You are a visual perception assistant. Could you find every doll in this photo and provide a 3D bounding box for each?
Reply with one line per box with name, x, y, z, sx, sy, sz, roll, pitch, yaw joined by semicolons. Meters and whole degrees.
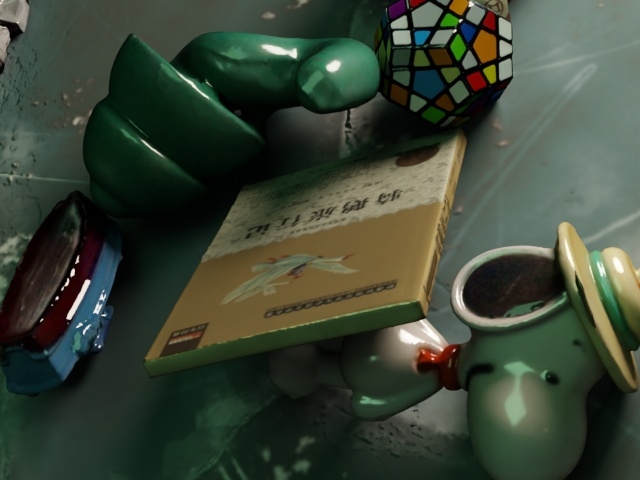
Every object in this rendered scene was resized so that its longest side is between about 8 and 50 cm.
doll;0.105;0.066;0.938;0.271;0.144;0.208;23;81;29

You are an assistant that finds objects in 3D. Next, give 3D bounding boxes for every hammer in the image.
hammer;-0.544;-0.275;1.450;0.426;0.044;0.152;5;59;9

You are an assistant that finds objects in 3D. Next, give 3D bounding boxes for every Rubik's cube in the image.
Rubik's cube;0.107;-0.163;1.098;0.133;0.133;0.112;-1;32;24

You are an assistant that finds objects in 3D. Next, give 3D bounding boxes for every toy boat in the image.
toy boat;-0.224;0.050;1.134;0.100;0.097;0.223;-13;39;21

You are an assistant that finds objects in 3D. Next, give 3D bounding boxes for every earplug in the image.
earplug;-0.089;-0.108;1.126;0.280;0.164;0.257;-45;55;9

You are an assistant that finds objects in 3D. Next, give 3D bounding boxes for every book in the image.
book;0.000;0.000;1.003;0.217;0.021;0.310;-13;23;18

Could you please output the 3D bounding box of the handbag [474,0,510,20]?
handbag;0.132;-0.320;1.172;0.213;0.127;0.235;30;79;13
